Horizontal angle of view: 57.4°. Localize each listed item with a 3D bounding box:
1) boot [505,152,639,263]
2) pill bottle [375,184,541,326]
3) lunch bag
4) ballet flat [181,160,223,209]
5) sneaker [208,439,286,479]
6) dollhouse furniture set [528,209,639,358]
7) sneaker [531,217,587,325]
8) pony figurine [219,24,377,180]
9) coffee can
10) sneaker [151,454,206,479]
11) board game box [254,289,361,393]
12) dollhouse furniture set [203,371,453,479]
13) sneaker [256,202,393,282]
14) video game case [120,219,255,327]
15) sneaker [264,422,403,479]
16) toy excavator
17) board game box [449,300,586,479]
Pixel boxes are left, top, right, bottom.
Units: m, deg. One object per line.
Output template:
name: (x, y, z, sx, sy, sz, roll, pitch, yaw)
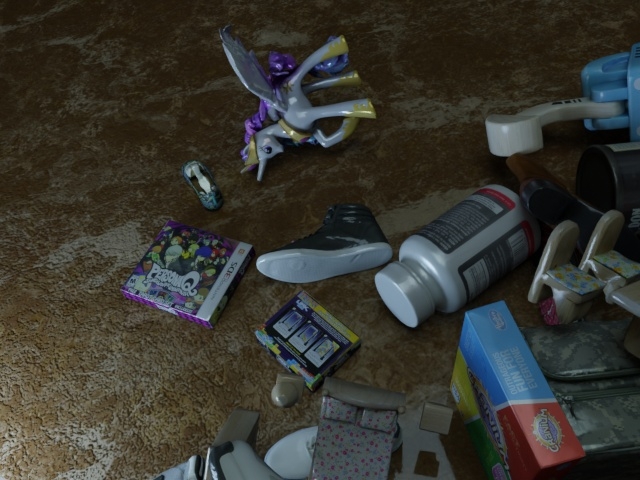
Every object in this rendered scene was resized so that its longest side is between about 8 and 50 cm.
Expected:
boot: (0.502, -0.061, 1.188, 0.264, 0.096, 0.280, 27, 22, -1)
pill bottle: (0.274, 0.035, 1.191, 0.319, 0.176, 0.176, -33, 58, -16)
lunch bag: (0.478, 0.257, 0.994, 0.305, 0.212, 0.256, -8, 52, 3)
ballet flat: (-0.299, -0.157, 1.465, 0.070, 0.070, 0.188, -32, 57, -15)
sneaker: (0.062, 0.399, 0.756, 0.257, 0.169, 0.447, -32, 64, -24)
dollhouse furniture set: (0.611, 0.040, 0.892, 0.394, 0.256, 0.362, -12, 35, -34)
sneaker: (0.503, 0.061, 1.180, 0.112, 0.121, 0.299, 3, 55, 5)
pony figurine: (-0.080, -0.362, 1.462, 0.364, 0.303, 0.351, -22, 80, 8)
coffee can: (0.712, -0.114, 1.225, 0.275, 0.201, 0.201, -6, 55, 3)
sneaker: (-0.262, 0.476, 0.987, 0.132, 0.086, 0.228, -19, 22, 7)
board game box: (-0.026, 0.202, 1.191, 0.141, 0.048, 0.170, -40, 59, -22)
dollhouse furniture set: (0.008, 0.391, 0.915, 0.356, 0.174, 0.303, 10, 97, 5)
sneaker: (0.000, 0.000, 1.301, 0.296, 0.104, 0.146, -8, 53, -6)
video game case: (-0.296, 0.069, 1.320, 0.232, 0.041, 0.210, 17, 58, 18)
sneaker: (0.021, 0.361, 1.047, 0.258, 0.091, 0.094, -16, 55, -5)
toy excavator: (0.652, -0.317, 1.364, 0.445, 0.222, 0.433, -2, 28, 32)
board game box: (0.293, 0.277, 0.935, 0.064, 0.316, 0.242, -16, 54, -4)
